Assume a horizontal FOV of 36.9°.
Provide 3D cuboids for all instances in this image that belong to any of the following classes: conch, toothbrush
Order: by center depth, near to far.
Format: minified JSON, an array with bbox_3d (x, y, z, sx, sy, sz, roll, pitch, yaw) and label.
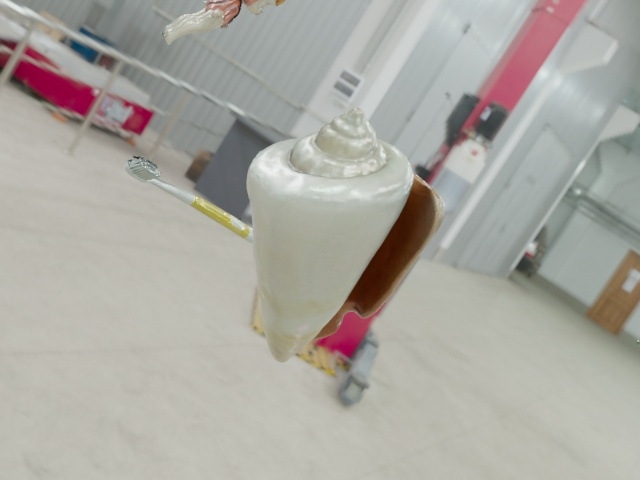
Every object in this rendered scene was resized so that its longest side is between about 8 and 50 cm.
[{"bbox_3d":[0.009,0.004,0.548,0.094,0.176,0.104,20,31,34],"label":"conch"},{"bbox_3d":[-0.149,-0.046,1.198,0.024,0.021,0.288,-10,-21,24],"label":"toothbrush"}]

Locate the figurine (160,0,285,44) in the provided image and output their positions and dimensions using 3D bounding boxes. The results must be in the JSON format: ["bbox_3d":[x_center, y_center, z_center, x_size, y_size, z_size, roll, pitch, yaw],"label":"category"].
[{"bbox_3d":[-0.078,-0.189,0.757,0.047,0.109,0.064,62,-3,-28],"label":"figurine"}]

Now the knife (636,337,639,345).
[{"bbox_3d":[0.541,0.116,1.449,0.207,0.014,0.030,-21,48,-31],"label":"knife"}]
